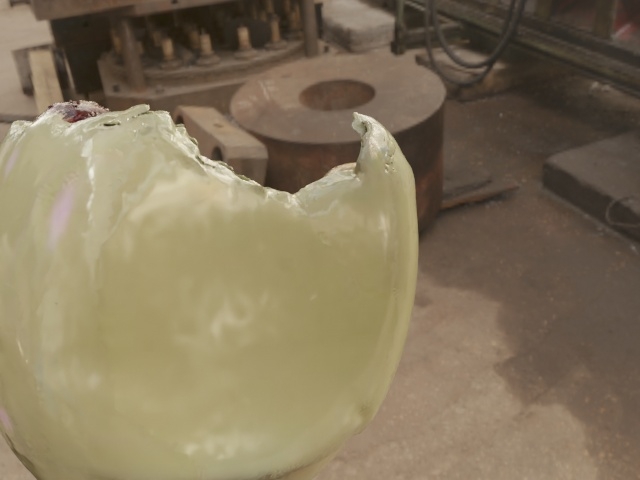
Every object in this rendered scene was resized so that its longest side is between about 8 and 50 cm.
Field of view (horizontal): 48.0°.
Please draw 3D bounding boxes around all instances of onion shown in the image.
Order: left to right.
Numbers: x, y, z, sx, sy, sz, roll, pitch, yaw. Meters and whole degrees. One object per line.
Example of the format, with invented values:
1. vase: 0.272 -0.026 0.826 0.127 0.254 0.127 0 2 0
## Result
1. onion: -0.280 -0.101 0.838 0.131 0.131 0.131 -4 31 2

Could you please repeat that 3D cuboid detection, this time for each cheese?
1. cheese: -0.063 0.029 0.427 0.266 0.233 0.127 9 4 -34

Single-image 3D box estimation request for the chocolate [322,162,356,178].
1. chocolate: 0.000 0.000 1.200 0.309 0.134 0.134 -51 40 1
